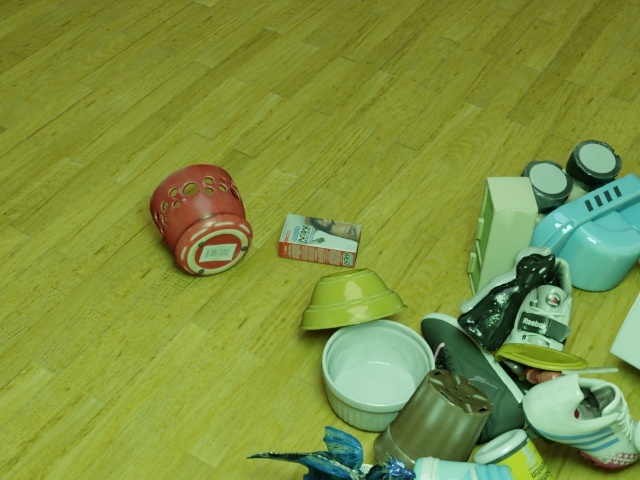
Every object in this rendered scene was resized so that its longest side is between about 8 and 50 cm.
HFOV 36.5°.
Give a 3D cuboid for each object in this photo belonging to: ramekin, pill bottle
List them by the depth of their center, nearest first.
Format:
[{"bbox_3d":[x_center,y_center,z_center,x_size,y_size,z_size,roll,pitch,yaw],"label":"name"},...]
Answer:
[{"bbox_3d":[0.340,0.415,1.606,0.103,0.103,0.184,-29,85,-29],"label":"pill bottle"},{"bbox_3d":[0.103,0.256,1.798,0.207,0.109,0.207,2,43,-2],"label":"ramekin"}]

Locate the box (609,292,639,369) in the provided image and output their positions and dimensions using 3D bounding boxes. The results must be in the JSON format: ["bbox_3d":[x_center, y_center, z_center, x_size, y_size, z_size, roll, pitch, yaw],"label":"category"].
[{"bbox_3d":[0.748,0.208,1.781,0.345,0.168,0.215,31,20,27],"label":"box"}]

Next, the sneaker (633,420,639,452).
[{"bbox_3d":[0.692,0.370,1.616,0.292,0.169,0.108,16,82,-18],"label":"sneaker"}]

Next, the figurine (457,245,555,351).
[{"bbox_3d":[0.362,0.091,1.826,0.092,0.209,0.215,42,12,3],"label":"figurine"}]

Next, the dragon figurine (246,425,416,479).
[{"bbox_3d":[0.021,0.358,1.546,0.289,0.144,0.085,25,48,22],"label":"dragon figurine"}]

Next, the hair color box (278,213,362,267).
[{"bbox_3d":[0.000,0.000,2.100,0.167,0.053,0.093,9,43,5],"label":"hair color box"}]

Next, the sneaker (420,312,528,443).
[{"bbox_3d":[0.247,0.257,1.805,0.147,0.104,0.296,-20,52,-28],"label":"sneaker"}]

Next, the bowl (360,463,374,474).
[{"bbox_3d":[0.066,0.463,1.602,0.170,0.080,0.170,2,43,-2],"label":"bowl"}]

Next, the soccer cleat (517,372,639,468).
[{"bbox_3d":[0.482,0.306,1.647,0.331,0.143,0.116,21,43,-37],"label":"soccer cleat"}]

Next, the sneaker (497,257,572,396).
[{"bbox_3d":[0.424,0.164,1.887,0.122,0.146,0.330,14,46,9],"label":"sneaker"}]

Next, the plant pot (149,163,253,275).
[{"bbox_3d":[-0.242,-0.038,2.030,0.191,0.191,0.174,-17,50,-19],"label":"plant pot"}]

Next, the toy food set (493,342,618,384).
[{"bbox_3d":[0.403,0.239,1.725,0.128,0.071,0.218,0,8,-32],"label":"toy food set"}]

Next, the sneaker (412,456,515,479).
[{"bbox_3d":[0.249,0.487,1.477,0.208,0.127,0.319,-5,69,12],"label":"sneaker"}]

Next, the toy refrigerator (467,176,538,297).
[{"bbox_3d":[0.360,0.006,1.955,0.094,0.269,0.102,0,45,-2],"label":"toy refrigerator"}]

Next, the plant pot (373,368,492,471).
[{"bbox_3d":[0.201,0.321,1.651,0.167,0.165,0.167,24,21,-9],"label":"plant pot"}]

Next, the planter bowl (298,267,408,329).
[{"bbox_3d":[0.055,0.106,1.877,0.217,0.090,0.217,-10,2,0],"label":"planter bowl"}]

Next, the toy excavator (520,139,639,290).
[{"bbox_3d":[0.655,0.012,2.043,0.433,0.222,0.445,-22,63,-25],"label":"toy excavator"}]
